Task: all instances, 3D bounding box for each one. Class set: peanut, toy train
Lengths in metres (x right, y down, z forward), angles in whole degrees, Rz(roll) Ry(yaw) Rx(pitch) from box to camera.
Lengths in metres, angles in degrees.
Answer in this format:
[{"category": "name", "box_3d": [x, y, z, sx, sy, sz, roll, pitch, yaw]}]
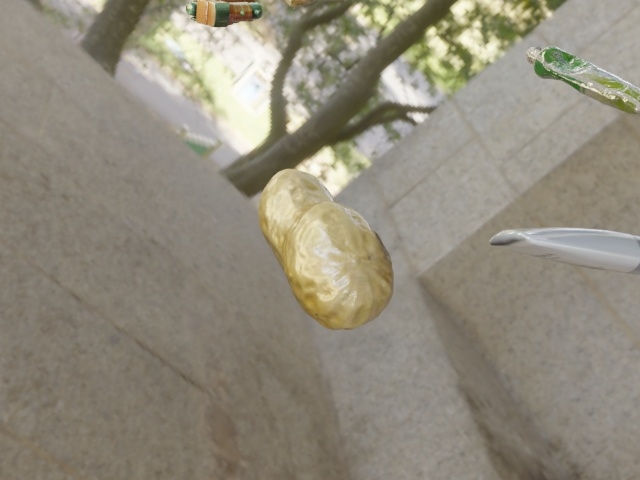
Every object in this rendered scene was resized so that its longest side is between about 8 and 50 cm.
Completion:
[{"category": "peanut", "box_3d": [0.000, 0.000, 1.041, 0.120, 0.110, 0.236, 45, 9, -44]}, {"category": "toy train", "box_3d": [-0.120, -0.295, 1.226, 0.064, 0.044, 0.103, 22, 25, 38]}]

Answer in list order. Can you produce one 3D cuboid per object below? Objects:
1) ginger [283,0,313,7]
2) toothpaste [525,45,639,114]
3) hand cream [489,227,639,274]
[{"category": "ginger", "box_3d": [0.034, -0.437, 1.309, 0.081, 0.334, 0.148, 37, 53, 3]}, {"category": "toothpaste", "box_3d": [0.361, -0.209, 1.271, 0.078, 0.047, 0.248, 0, 27, -35]}, {"category": "hand cream", "box_3d": [0.317, 0.012, 1.092, 0.255, 0.048, 0.079, 6, -10, -20]}]
